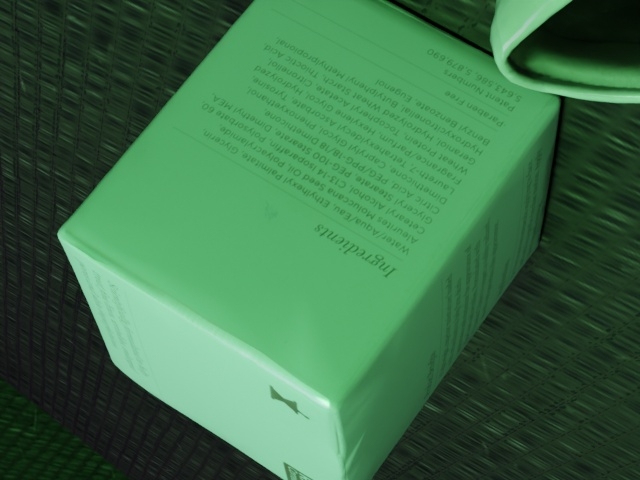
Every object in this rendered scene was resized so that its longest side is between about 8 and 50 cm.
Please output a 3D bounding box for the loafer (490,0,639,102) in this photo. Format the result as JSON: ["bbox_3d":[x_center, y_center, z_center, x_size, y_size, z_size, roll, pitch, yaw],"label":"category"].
[{"bbox_3d":[0.178,-0.075,0.332,0.319,0.111,0.112,-1,140,47],"label":"loafer"}]

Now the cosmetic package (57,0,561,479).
[{"bbox_3d":[0.000,0.000,0.719,0.151,0.184,0.151,31,158,18],"label":"cosmetic package"}]
